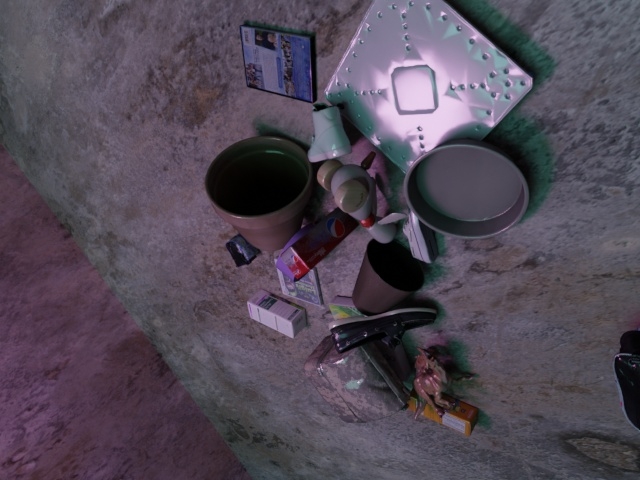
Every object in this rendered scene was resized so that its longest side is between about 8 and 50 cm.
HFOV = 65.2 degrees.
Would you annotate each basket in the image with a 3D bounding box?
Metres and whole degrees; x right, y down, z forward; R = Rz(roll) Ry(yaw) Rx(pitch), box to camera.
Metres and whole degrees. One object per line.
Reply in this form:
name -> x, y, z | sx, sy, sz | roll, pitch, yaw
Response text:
basket -> 0.191, 0.132, 1.544 | 0.204, 0.154, 0.227 | 48, 146, 19

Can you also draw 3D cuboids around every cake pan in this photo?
cake pan -> 0.351, -0.124, 1.213 | 0.293, 0.054, 0.293 | 15, 139, 14

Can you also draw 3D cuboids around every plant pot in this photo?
plant pot -> -0.172, -0.116, 1.580 | 0.323, 0.323, 0.280 | 28, 152, 23

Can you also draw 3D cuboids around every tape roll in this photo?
tape roll -> -0.057, 0.041, 1.660 | 0.080, 0.189, 0.189 | 37, 139, 12

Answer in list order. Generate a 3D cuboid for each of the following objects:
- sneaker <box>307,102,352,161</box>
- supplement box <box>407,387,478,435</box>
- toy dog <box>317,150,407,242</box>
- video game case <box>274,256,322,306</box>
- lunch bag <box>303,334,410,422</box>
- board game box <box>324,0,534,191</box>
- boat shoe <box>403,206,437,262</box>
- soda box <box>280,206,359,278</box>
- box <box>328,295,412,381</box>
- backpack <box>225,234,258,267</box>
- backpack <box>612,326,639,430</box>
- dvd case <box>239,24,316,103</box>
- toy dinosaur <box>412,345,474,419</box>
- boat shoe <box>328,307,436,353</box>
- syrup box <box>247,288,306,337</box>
sneaker -> 0.013, -0.299, 1.376 | 0.256, 0.094, 0.151 | -166, 59, -73
supplement box -> 0.425, 0.587, 1.748 | 0.233, 0.078, 0.080 | 17, 128, 31
toy dog -> 0.136, -0.127, 1.363 | 0.161, 0.333, 0.220 | -43, 67, 8
video game case -> -0.084, 0.156, 1.905 | 0.190, 0.022, 0.173 | 14, 129, 34
lunch bag -> 0.137, 0.466, 1.718 | 0.256, 0.212, 0.305 | -24, 104, 50
board game box -> 0.232, -0.364, 1.186 | 0.390, 0.050, 0.390 | 44, 140, 5
boat shoe -> 0.265, -0.031, 1.394 | 0.075, 0.083, 0.226 | 6, 125, 38
soda box -> 0.000, 0.000, 1.517 | 0.092, 0.263, 0.083 | 51, 141, -2
box -> 0.178, 0.350, 1.797 | 0.232, 0.058, 0.322 | 0, 120, 42
backpack -> -0.310, 0.034, 1.962 | 0.105, 0.084, 0.114 | -16, 113, 48
backpack -> 0.794, 0.326, 1.119 | 0.225, 0.191, 0.254 | -1, 113, 45
dvd case -> -0.120, -0.500, 1.417 | 0.253, 0.022, 0.180 | 22, 134, 28
toy dinosaur -> 0.358, 0.460, 1.649 | 0.200, 0.127, 0.296 | 37, 130, 14
boat shoe -> 0.199, 0.286, 1.554 | 0.339, 0.113, 0.127 | -7, 154, -2
syrup box -> -0.179, 0.296, 2.046 | 0.236, 0.093, 0.096 | 20, 133, 30
